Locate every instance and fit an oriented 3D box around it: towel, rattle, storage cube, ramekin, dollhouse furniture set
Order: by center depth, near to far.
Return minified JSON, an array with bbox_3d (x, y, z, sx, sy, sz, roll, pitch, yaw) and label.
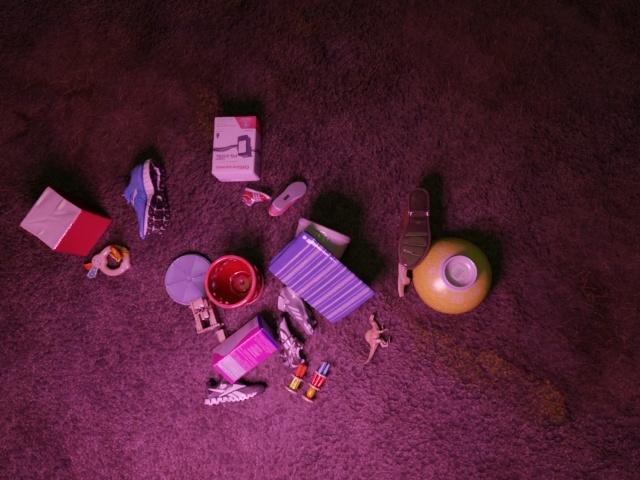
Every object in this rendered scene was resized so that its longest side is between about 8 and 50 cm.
[{"bbox_3d":[-0.002,0.135,1.507,0.336,0.040,0.243,41,126,-8],"label":"towel"},{"bbox_3d":[0.000,0.000,1.558,0.207,0.207,0.109,23,93,9],"label":"ramekin"},{"bbox_3d":[-0.434,0.314,1.567,0.101,0.161,0.182,-22,79,2],"label":"dollhouse furniture set"},{"bbox_3d":[-0.864,0.087,1.660,0.199,0.143,0.130,-9,99,-2],"label":"rattle"},{"bbox_3d":[-0.995,-0.073,1.667,0.183,0.193,0.215,33,87,9],"label":"storage cube"}]

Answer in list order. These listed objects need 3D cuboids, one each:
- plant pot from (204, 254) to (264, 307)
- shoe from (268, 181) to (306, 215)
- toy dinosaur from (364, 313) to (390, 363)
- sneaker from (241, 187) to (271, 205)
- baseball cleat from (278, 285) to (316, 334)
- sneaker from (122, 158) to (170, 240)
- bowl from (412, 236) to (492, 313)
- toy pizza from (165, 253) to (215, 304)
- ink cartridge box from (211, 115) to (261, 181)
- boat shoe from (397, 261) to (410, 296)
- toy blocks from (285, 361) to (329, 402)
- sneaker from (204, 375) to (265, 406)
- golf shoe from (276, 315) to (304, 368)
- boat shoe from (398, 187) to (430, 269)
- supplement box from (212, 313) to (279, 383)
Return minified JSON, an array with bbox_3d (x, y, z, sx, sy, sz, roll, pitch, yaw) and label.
[{"bbox_3d":[-0.313,0.156,1.573,0.191,0.174,0.191,-1,82,5],"label":"plant pot"},{"bbox_3d":[-0.132,-0.163,1.665,0.063,0.081,0.178,48,59,-2],"label":"shoe"},{"bbox_3d":[0.209,0.368,1.562,0.092,0.053,0.183,1,73,21],"label":"toy dinosaur"},{"bbox_3d":[-0.257,-0.163,1.685,0.118,0.042,0.067,18,79,16],"label":"sneaker"},{"bbox_3d":[-0.094,0.268,1.598,0.109,0.072,0.206,-26,75,15],"label":"baseball cleat"},{"bbox_3d":[-0.705,-0.156,1.702,0.147,0.130,0.330,-11,77,18],"label":"sneaker"},{"bbox_3d":[0.481,0.119,1.513,0.289,0.156,0.289,-1,81,6],"label":"bowl"},{"bbox_3d":[-0.511,0.154,1.666,0.201,0.032,0.201,-1,80,5],"label":"toy pizza"},{"bbox_3d":[-0.333,-0.365,1.694,0.172,0.100,0.237,0,81,6],"label":"ink cartridge box"},{"bbox_3d":[0.311,0.144,1.578,0.045,0.050,0.135,1,81,11],"label":"boat shoe"},{"bbox_3d":[-0.042,0.498,1.549,0.123,0.054,0.148,29,85,-1],"label":"toy blocks"},{"bbox_3d":[-0.323,0.540,1.563,0.234,0.078,0.106,-11,83,6],"label":"sneaker"},{"bbox_3d":[-0.112,0.374,1.579,0.094,0.077,0.198,-10,86,-8],"label":"golf shoe"},{"bbox_3d":[0.355,-0.036,1.573,0.110,0.104,0.307,12,80,9],"label":"boat shoe"},{"bbox_3d":[-0.275,0.395,1.546,0.220,0.111,0.114,-36,113,-1],"label":"supplement box"}]
